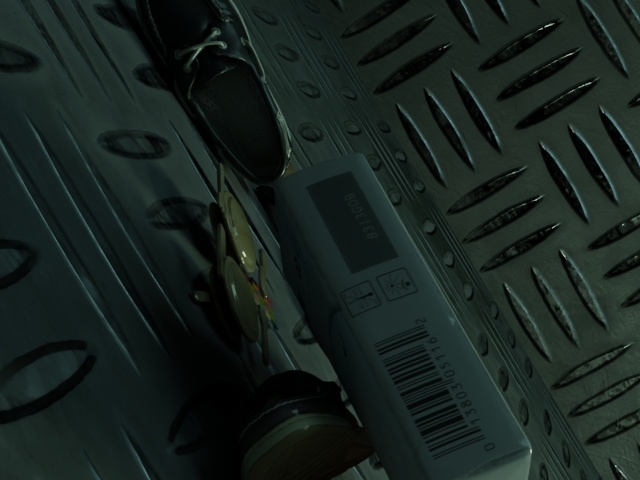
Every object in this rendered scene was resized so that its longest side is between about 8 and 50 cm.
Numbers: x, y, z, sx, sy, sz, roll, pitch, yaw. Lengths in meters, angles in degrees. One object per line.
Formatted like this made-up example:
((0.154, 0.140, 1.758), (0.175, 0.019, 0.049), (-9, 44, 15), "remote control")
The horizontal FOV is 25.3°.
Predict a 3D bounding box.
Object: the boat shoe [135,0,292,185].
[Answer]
((-0.120, -0.201, 1.679), (0.302, 0.114, 0.091), (55, 6, -17), "boat shoe")

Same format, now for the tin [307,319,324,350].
((0.014, 0.082, 1.722), (0.106, 0.040, 0.189), (46, 16, -34), "tin")

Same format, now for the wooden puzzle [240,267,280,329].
((-0.065, 0.061, 1.495), (0.083, 0.006, 0.049), (53, 12, -29), "wooden puzzle")

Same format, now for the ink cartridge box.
((0.062, 0.158, 1.240), (0.385, 0.091, 0.308), (88, -22, -54), "ink cartridge box")

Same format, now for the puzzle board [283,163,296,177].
((-0.036, -0.066, 1.961), (0.096, 0.011, 0.128), (61, 12, 6), "puzzle board")

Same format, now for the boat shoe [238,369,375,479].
((-0.023, 0.156, 1.198), (0.092, 0.103, 0.285), (56, 6, 15), "boat shoe")

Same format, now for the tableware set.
((-0.092, 0.027, 1.392), (0.194, 0.039, 0.128), (-95, 165, -54), "tableware set")

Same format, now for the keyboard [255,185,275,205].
((0.000, 0.000, 1.788), (0.192, 0.038, 0.100), (39, 11, 17), "keyboard")
